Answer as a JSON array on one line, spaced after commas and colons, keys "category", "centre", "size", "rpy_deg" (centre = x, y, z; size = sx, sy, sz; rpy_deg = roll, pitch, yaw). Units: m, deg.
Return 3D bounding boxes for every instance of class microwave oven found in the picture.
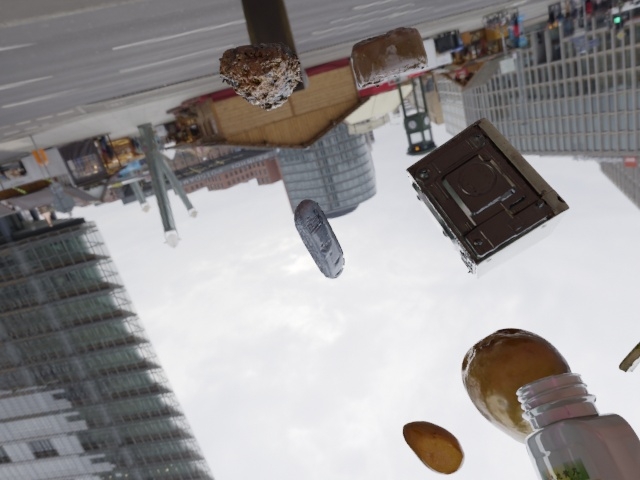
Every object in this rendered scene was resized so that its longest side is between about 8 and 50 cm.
[{"category": "microwave oven", "centre": [0.514, -0.136, 1.351], "size": [0.333, 0.394, 0.247], "rpy_deg": [-33, 155, 6]}]

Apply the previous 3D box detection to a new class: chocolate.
[{"category": "chocolate", "centre": [0.139, -0.384, 0.878], "size": [0.148, 0.093, 0.214], "rpy_deg": [-13, -158, 11]}]

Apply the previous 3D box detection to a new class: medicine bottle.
[{"category": "medicine bottle", "centre": [0.411, 0.370, 0.622], "size": [0.124, 0.179, 0.324], "rpy_deg": [-3, -128, -13]}]

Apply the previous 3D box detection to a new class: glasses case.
[{"category": "glasses case", "centre": [0.000, 0.000, 1.303], "size": [0.067, 0.282, 0.109], "rpy_deg": [-5, -143, 37]}]

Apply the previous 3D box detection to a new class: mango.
[{"category": "mango", "centre": [0.370, 0.681, 1.400], "size": [0.217, 0.102, 0.141], "rpy_deg": [23, -114, 29]}]

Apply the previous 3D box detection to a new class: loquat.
[{"category": "loquat", "centre": [0.512, 0.377, 1.095], "size": [0.276, 0.283, 0.276], "rpy_deg": [-28, -176, 2]}]

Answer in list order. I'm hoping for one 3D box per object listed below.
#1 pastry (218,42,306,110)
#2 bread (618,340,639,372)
[{"category": "pastry", "centre": [-0.189, -0.512, 1.321], "size": [0.275, 0.192, 0.275], "rpy_deg": [-6, -153, 3]}, {"category": "bread", "centre": [0.866, 0.292, 1.134], "size": [0.068, 0.153, 0.028], "rpy_deg": [16, -160, -41]}]
